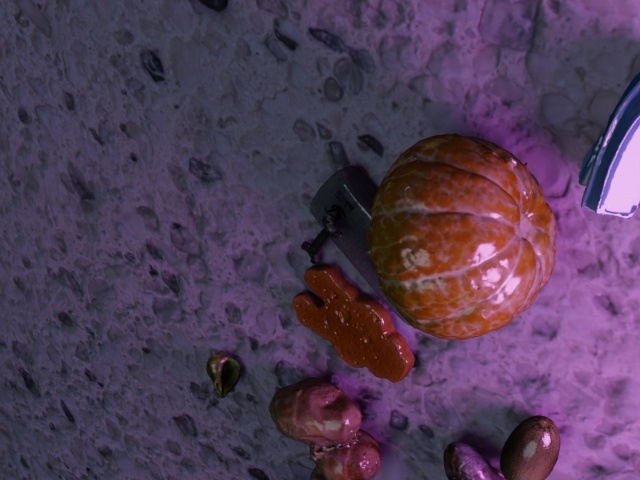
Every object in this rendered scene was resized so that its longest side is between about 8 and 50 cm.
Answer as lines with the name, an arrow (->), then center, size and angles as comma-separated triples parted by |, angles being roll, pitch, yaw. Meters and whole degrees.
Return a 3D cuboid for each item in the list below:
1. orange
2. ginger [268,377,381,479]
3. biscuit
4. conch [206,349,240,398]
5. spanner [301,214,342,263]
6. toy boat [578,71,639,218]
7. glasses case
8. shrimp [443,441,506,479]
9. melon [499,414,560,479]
orange -> 0.224, -0.007, 1.345 | 0.249, 0.329, 0.329 | -14, 103, 41
ginger -> 0.021, 0.444, 1.861 | 0.244, 0.155, 0.304 | -17, 100, 41
biscuit -> 0.070, 0.176, 1.762 | 0.295, 0.044, 0.186 | 42, 136, 16
conch -> -0.232, 0.320, 2.064 | 0.089, 0.074, 0.121 | -30, 52, 29
spanner -> 0.000, 0.000, 1.667 | 0.054, 0.015, 0.254 | 53, 162, 5
toy boat -> 0.454, -0.151, 1.248 | 0.098, 0.109, 0.238 | -107, 30, -56
glasses case -> 0.117, 0.012, 1.615 | 0.323, 0.074, 0.131 | 50, 132, 8
shrimp -> 0.352, 0.541, 1.668 | 0.343, 0.116, 0.145 | 57, 149, 1
melon -> 0.388, 0.388, 1.569 | 0.099, 0.099, 0.162 | 33, 127, 23
